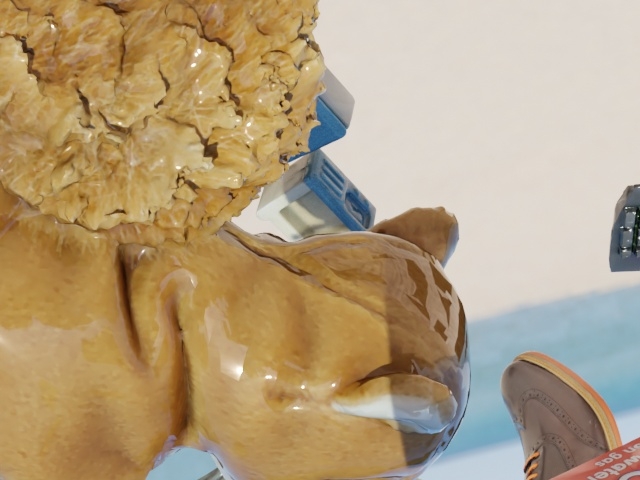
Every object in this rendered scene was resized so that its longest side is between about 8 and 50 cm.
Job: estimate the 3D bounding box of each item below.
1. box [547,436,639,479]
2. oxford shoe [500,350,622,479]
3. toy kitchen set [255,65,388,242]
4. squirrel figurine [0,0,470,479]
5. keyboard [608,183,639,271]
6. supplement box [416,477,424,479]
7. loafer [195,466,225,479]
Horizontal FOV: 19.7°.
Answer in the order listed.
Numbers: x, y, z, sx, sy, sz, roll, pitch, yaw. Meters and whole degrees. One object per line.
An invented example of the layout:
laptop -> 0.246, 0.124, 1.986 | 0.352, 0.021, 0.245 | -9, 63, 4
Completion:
box -> 0.152, 0.142, 0.640 | 0.257, 0.128, 0.123 | -20, -156, -26
oxford shoe -> 0.206, 0.201, 1.570 | 0.098, 0.271, 0.097 | -9, 135, -21
toy kitchen set -> 0.000, 0.000, 1.424 | 0.122, 0.166, 0.207 | -25, 125, 32
squirrel figurine -> -0.101, 0.005, 0.948 | 0.371, 0.397, 0.281 | 7, -152, 5
keyboard -> 0.412, 0.006, 1.621 | 0.317, 0.033, 0.201 | -3, 147, 3
supplement box -> 0.070, 0.259, 1.653 | 0.056, 0.083, 0.083 | -17, 159, 21
loafer -> -0.050, 0.210, 1.503 | 0.267, 0.084, 0.096 | -35, 168, -1
